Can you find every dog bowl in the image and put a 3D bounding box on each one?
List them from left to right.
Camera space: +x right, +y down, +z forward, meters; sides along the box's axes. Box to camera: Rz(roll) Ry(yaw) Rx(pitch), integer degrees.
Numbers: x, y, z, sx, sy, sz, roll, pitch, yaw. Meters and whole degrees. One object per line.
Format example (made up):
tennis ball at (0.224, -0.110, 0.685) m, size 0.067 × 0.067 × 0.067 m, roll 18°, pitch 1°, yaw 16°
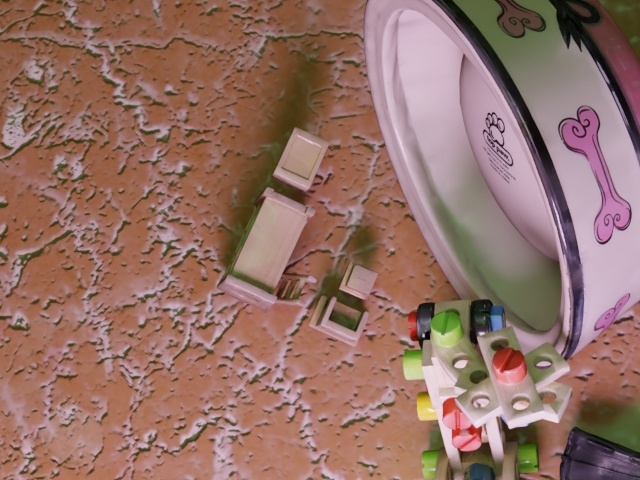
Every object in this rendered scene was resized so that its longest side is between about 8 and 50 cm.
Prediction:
dog bowl at (0.198, -0.089, 1.625) m, size 0.150 × 0.408 × 0.408 m, roll -23°, pitch 69°, yaw -13°

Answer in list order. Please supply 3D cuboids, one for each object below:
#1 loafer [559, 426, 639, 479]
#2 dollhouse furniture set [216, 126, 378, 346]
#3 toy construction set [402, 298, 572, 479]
loafer at (0.346, 0.229, 1.649) m, size 0.223 × 0.076 × 0.078 m, roll 7°, pitch 84°, yaw 19°
dollhouse furniture set at (0.000, 0.000, 1.811) m, size 0.161 × 0.101 × 0.182 m, roll 25°, pitch 80°, yaw -6°
toy construction set at (0.148, 0.183, 1.605) m, size 0.151 × 0.327 × 0.215 m, roll 6°, pitch 49°, yaw 2°
